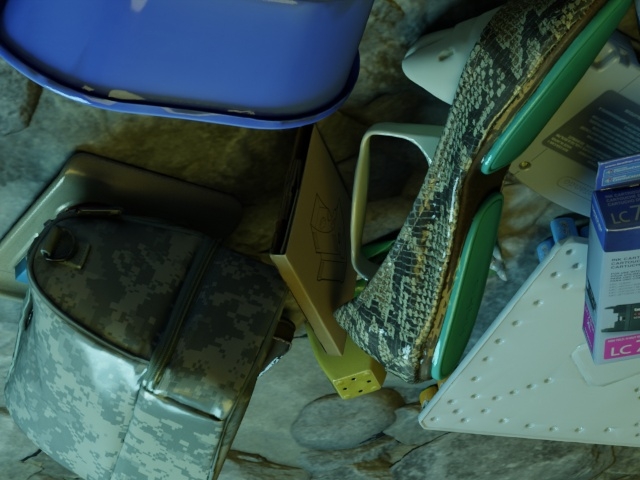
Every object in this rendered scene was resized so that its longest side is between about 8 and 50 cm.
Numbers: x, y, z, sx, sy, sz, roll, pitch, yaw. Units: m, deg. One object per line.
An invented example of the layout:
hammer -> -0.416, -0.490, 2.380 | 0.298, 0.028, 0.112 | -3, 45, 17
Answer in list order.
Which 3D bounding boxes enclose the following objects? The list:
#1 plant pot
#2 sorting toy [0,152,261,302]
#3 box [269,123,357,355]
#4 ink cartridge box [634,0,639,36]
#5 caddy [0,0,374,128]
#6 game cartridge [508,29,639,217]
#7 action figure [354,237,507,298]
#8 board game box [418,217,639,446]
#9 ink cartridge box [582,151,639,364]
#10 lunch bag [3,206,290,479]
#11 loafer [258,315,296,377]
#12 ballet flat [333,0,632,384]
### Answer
plant pot -> 0.036, 0.138, 2.050 | 0.081, 0.083, 0.081 | -18, 144, 8
sorting toy -> -0.185, 0.023, 1.874 | 0.307, 0.041, 0.229 | 16, 135, -32
box -> 0.000, 0.000, 1.797 | 0.021, 0.164, 0.201 | -1, 147, 20
ink cartridge box -> 0.368, -0.248, 1.634 | 0.139, 0.082, 0.191 | -16, 145, 6
caddy -> -0.116, -0.208, 1.428 | 0.341, 0.241, 0.179 | 6, 133, -22
game cartridge -> 0.317, -0.107, 1.830 | 0.297, 0.062, 0.198 | 22, 136, -37
action figure -> 0.091, 0.038, 1.958 | 0.232, 0.063, 0.137 | -13, 147, 8
board game box -> 0.366, 0.124, 2.148 | 0.390, 0.050, 0.390 | 7, 139, -24
ink cartridge box -> 0.372, 0.013, 1.799 | 0.186, 0.065, 0.311 | -10, 142, -2
lunch bag -> -0.194, 0.118, 1.798 | 0.256, 0.212, 0.305 | 21, 143, -2
loafer -> -0.107, 0.162, 2.046 | 0.080, 0.078, 0.220 | 23, 132, -37
ballet flat -> 0.128, -0.084, 1.691 | 0.164, 0.182, 0.483 | -31, 148, -59
